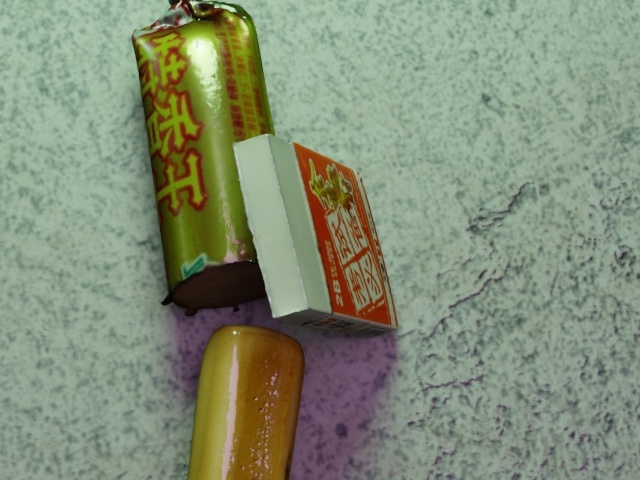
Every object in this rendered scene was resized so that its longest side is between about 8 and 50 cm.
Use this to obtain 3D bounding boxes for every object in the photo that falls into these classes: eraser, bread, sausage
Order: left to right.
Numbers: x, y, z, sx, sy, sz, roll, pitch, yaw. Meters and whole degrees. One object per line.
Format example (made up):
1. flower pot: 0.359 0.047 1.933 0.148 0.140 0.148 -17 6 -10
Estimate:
1. sausage: -0.097 -0.101 1.529 0.125 0.117 0.317 -15 75 21
2. bread: -0.074 0.195 1.476 0.092 0.074 0.239 16 72 -25
3. eraser: 0.000 0.000 1.480 0.038 0.230 0.157 -18 77 19
